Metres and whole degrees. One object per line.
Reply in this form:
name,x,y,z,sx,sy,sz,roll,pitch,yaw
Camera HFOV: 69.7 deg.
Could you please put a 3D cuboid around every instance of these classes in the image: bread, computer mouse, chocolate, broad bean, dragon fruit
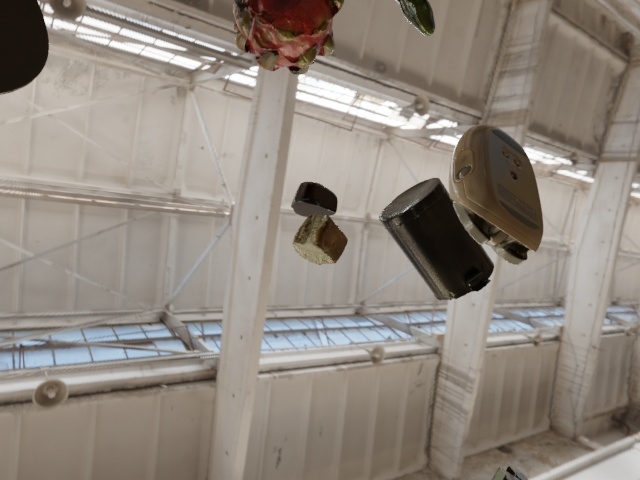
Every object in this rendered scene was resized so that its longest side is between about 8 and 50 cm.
bread,-0.001,-0.001,0.866,0.083,0.077,0.070,49,-123,-38
computer mouse,0.260,-0.075,0.692,0.145,0.082,0.236,28,-131,-21
chocolate,-0.014,-0.119,1.280,0.148,0.125,0.080,58,-142,-72
broad bean,0.116,-0.419,0.762,0.039,0.226,0.069,-25,-31,-28
dragon fruit,-0.091,-0.513,1.055,0.227,0.307,0.243,-44,-24,-15

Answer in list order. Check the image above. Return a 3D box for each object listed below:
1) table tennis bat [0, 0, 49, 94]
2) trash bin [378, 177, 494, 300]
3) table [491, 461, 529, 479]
table tennis bat,-0.403,-0.291,0.482,0.154,0.021,0.274,-35,-59,-33
trash bin,0.334,-0.003,1.324,0.203,0.252,0.301,-38,-78,-2
table,0.245,0.400,0.638,0.063,0.175,0.146,30,-92,3
